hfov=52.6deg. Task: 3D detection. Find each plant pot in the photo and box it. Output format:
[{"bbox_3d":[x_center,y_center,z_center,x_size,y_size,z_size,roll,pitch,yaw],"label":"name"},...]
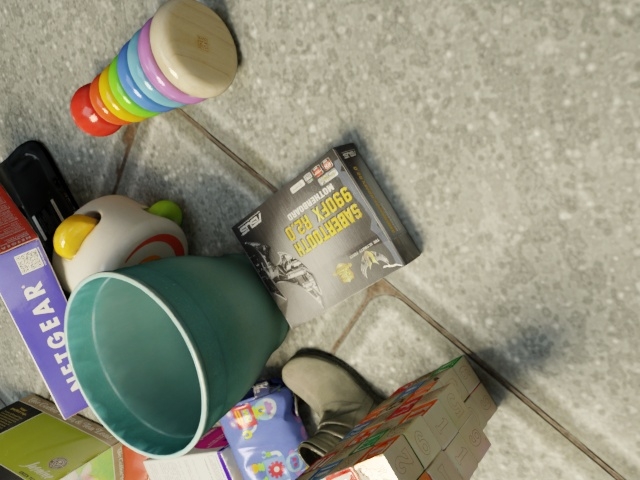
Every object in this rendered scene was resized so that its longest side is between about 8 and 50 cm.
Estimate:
[{"bbox_3d":[-0.188,0.139,0.969,0.272,0.255,0.271,12,112,31],"label":"plant pot"}]

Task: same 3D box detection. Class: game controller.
[{"bbox_3d":[-0.533,-0.034,1.275,0.166,0.067,0.319,-31,88,22],"label":"game controller"}]

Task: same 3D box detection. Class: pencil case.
[{"bbox_3d":[-0.058,0.366,1.045,0.133,0.119,0.306,-22,92,-2],"label":"pencil case"}]

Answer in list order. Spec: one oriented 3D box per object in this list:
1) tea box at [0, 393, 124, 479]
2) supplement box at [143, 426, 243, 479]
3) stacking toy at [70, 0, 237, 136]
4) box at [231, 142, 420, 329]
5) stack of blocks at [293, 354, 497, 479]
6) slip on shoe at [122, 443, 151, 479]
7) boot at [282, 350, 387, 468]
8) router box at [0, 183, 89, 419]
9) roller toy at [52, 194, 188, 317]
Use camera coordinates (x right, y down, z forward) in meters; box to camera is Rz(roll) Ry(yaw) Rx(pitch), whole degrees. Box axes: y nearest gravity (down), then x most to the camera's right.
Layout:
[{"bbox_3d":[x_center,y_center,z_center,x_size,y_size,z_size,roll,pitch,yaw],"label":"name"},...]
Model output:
[{"bbox_3d":[-0.627,0.522,1.346,0.329,0.323,0.220,12,111,31],"label":"tea box"},{"bbox_3d":[-0.192,0.406,1.150,0.220,0.111,0.114,-22,92,36],"label":"supplement box"},{"bbox_3d":[-0.283,-0.239,0.991,0.330,0.141,0.141,-14,97,40],"label":"stacking toy"},{"bbox_3d":[0.000,0.000,0.921,0.231,0.056,0.183,-33,85,37],"label":"box"},{"bbox_3d":[0.109,0.246,0.780,0.171,0.297,0.087,-36,82,36],"label":"stack of blocks"},{"bbox_3d":[-0.341,0.464,1.276,0.123,0.101,0.331,-12,97,38],"label":"slip on shoe"},{"bbox_3d":[0.015,0.259,0.931,0.246,0.161,0.083,28,119,24],"label":"boot"},{"bbox_3d":[-0.502,0.093,1.112,0.301,0.082,0.335,34,142,46],"label":"router box"},{"bbox_3d":[-0.331,0.029,1.063,0.146,0.209,0.191,26,124,27],"label":"roller toy"}]
